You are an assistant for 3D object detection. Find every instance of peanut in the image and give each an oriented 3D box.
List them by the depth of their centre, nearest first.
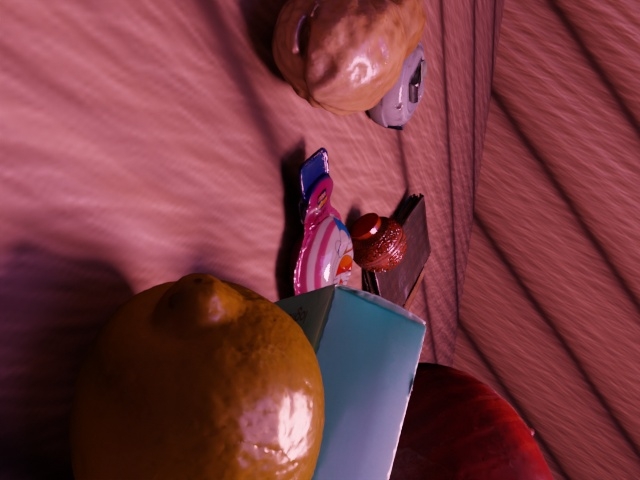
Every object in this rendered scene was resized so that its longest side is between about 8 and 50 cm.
[{"bbox_3d":[0.044,-0.236,0.665,0.313,0.149,0.149,-60,152,-52],"label":"peanut"}]

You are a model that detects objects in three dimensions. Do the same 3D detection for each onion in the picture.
[{"bbox_3d":[0.128,0.322,0.686,0.341,0.341,0.341,11,90,-70],"label":"onion"}]

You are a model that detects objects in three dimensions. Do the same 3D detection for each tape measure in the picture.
[{"bbox_3d":[0.115,-0.314,0.877,0.330,0.084,0.164,73,30,-54],"label":"tape measure"}]

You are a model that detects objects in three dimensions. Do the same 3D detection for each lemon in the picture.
[{"bbox_3d":[-0.088,0.136,0.421,0.184,0.184,0.248,-31,134,-64],"label":"lemon"}]

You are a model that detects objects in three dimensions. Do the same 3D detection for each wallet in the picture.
[{"bbox_3d":[0.170,0.040,1.219,0.317,0.044,0.169,-51,133,-49],"label":"wallet"}]

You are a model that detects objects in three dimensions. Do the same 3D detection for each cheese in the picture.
[{"bbox_3d":[0.000,0.000,0.760,0.155,0.062,0.244,-50,144,-50],"label":"cheese"}]

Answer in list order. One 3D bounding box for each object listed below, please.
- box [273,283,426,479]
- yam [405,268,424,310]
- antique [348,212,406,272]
[{"bbox_3d":[-0.026,0.212,0.582,0.205,0.118,0.311,-27,-139,63],"label":"box"},{"bbox_3d":[0.167,0.151,1.278,0.299,0.066,0.066,-58,151,-43],"label":"yam"},{"bbox_3d":[0.097,0.007,0.969,0.104,0.104,0.104,11,90,-70],"label":"antique"}]
